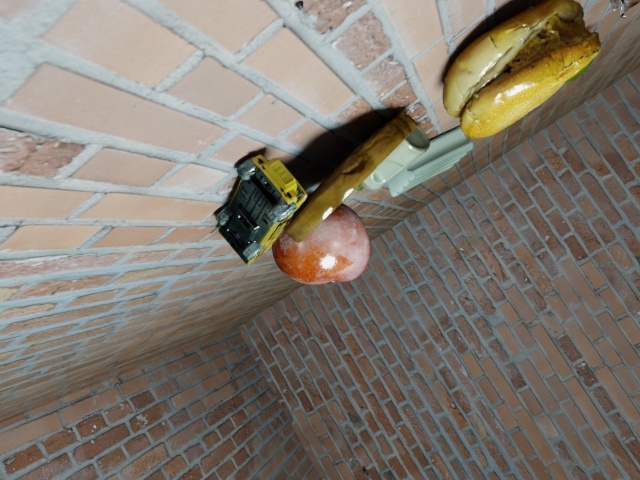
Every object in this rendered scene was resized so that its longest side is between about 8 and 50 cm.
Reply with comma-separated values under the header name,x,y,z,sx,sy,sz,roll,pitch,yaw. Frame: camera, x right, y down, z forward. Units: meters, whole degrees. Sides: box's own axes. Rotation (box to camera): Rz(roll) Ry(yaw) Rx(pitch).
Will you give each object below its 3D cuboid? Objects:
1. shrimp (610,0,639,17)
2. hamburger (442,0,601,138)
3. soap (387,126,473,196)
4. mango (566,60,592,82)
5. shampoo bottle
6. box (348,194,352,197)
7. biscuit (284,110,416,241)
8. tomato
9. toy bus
name,x,y,z,sx,sy,sz,roll,pitch,yaw
shrimp,0.603,-0.513,0.948,0.145,0.117,0.343,-39,175,31
hamburger,0.395,-0.342,1.026,0.289,0.170,0.314,-27,172,-11
soap,0.338,-0.251,1.604,0.265,0.088,0.160,-28,170,-24
mango,0.669,-0.494,1.367,0.178,0.100,0.119,-38,-152,-9
shampoo bottle,0.168,-0.200,1.311,0.234,0.087,0.118,-39,172,40
box,0.081,-0.152,1.496,0.090,0.024,0.167,-25,168,-38
biscuit,0.064,-0.142,1.115,0.381,0.074,0.359,-48,-175,-12
tomato,0.000,0.000,1.365,0.269,0.227,0.270,0,-172,0
toy bus,-0.119,-0.061,1.023,0.123,0.121,0.335,-37,175,-30
